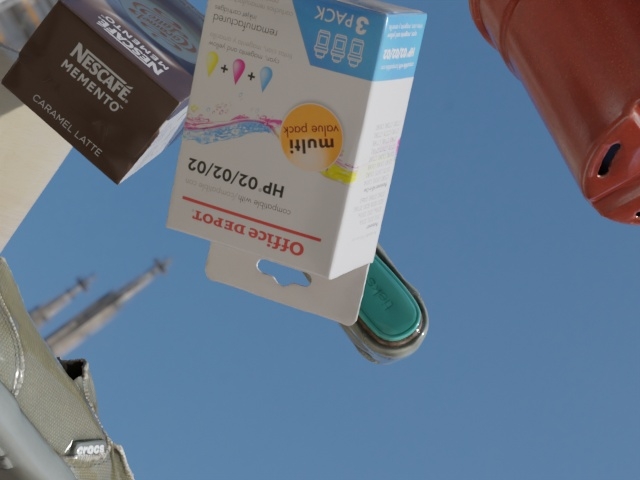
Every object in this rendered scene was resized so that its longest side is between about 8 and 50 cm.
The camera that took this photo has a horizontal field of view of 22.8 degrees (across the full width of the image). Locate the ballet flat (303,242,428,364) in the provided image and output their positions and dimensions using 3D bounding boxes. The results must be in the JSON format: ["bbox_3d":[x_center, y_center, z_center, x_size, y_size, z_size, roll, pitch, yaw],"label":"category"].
[{"bbox_3d":[0.000,0.000,1.151,0.213,0.072,0.068,56,-18,11],"label":"ballet flat"}]

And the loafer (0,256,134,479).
[{"bbox_3d":[-0.118,0.088,0.669,0.094,0.087,0.251,4,-37,16],"label":"loafer"}]

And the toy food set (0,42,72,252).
[{"bbox_3d":[-0.367,-0.113,1.619,0.092,0.306,0.220,39,-82,25],"label":"toy food set"}]

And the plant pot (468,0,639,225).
[{"bbox_3d":[0.309,-0.176,1.538,0.272,0.272,0.265,108,-26,-47],"label":"plant pot"}]

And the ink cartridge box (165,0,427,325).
[{"bbox_3d":[-0.018,-0.046,0.863,0.104,0.061,0.181,17,-75,21],"label":"ink cartridge box"}]

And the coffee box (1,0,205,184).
[{"bbox_3d":[-0.172,-0.158,1.462,0.141,0.246,0.098,40,-70,-3],"label":"coffee box"}]
